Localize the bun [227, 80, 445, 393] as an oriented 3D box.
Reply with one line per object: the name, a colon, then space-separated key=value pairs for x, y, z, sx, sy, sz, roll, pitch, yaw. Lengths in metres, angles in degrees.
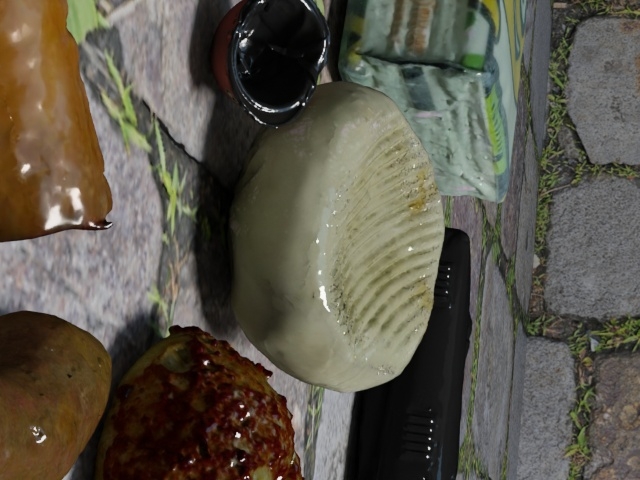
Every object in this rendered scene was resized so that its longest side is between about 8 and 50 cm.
bun: x=0.000 y=0.000 z=0.819 sx=0.183 sy=0.102 sz=0.183 roll=0 pitch=89 yaw=-58

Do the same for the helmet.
helmet: x=-0.036 y=-0.099 z=0.759 sx=0.065 sy=0.049 sz=0.084 roll=46 pitch=60 yaw=-33

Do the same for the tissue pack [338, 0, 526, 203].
tissue pack: x=0.106 y=-0.217 z=1.136 sx=0.228 sy=0.128 sz=0.310 roll=67 pitch=30 yaw=-64

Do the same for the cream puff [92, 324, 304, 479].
cream puff: x=-0.054 y=0.115 z=0.669 sx=0.149 sy=0.084 sz=0.149 roll=3 pitch=90 yaw=-78

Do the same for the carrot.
carrot: x=-0.119 y=-0.095 z=0.425 sx=0.072 sy=0.072 sz=0.205 roll=-57 pitch=140 yaw=-63

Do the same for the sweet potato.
sweet potato: x=-0.118 y=0.063 z=0.452 sx=0.065 sy=0.051 sz=0.218 roll=51 pitch=15 yaw=4

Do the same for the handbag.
handbag: x=0.095 y=0.148 z=1.262 sx=0.244 sy=0.088 sz=0.275 roll=70 pitch=23 yaw=-63
